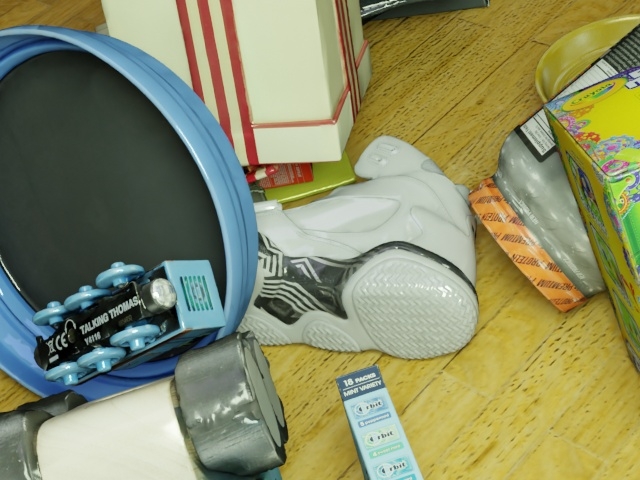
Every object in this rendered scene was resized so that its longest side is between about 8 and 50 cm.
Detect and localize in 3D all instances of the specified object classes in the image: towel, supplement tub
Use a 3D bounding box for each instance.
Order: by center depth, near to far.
[{"bbox_3d":[0.307,-0.086,1.076,0.316,0.193,0.193,-41,40,13],"label":"supplement tub"},{"bbox_3d":[-0.080,-0.067,1.369,0.237,0.021,0.102,-17,45,-1],"label":"towel"}]

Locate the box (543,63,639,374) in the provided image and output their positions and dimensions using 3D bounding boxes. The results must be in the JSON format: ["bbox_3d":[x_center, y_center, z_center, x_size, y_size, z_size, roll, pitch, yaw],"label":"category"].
[{"bbox_3d":[0.373,-0.019,0.904,0.290,0.279,0.177,-22,24,4],"label":"box"}]

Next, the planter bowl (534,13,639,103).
[{"bbox_3d":[0.353,-0.157,1.274,0.217,0.090,0.217,-10,42,9],"label":"planter bowl"}]

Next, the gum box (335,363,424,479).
[{"bbox_3d":[0.067,0.218,0.912,0.041,0.157,0.184,-19,41,-3],"label":"gum box"}]

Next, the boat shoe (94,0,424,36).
[{"bbox_3d":[-0.041,-0.265,1.458,0.500,0.156,0.187,-14,10,9],"label":"boat shoe"}]

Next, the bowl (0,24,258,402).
[{"bbox_3d":[-0.234,-0.018,1.109,0.391,0.391,0.077,10,24,26],"label":"bowl"}]

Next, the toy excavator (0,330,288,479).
[{"bbox_3d":[-0.090,0.310,0.831,0.222,0.445,0.433,-19,-3,0],"label":"toy excavator"}]

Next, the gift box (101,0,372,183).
[{"bbox_3d":[-0.095,-0.216,1.225,0.276,0.258,0.255,0,31,18],"label":"gift box"}]

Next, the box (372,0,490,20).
[{"bbox_3d":[0.103,-0.401,1.606,0.261,0.103,0.184,-5,40,12],"label":"box"}]

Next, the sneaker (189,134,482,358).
[{"bbox_3d":[0.000,0.000,1.190,0.366,0.137,0.210,7,45,18],"label":"sneaker"}]

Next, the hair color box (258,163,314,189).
[{"bbox_3d":[-0.095,-0.103,1.356,0.167,0.053,0.093,-8,44,5],"label":"hair color box"}]

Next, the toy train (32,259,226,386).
[{"bbox_3d":[-0.173,0.075,1.000,0.184,0.105,0.080,-29,70,38],"label":"toy train"}]

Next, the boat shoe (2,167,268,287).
[{"bbox_3d":[-0.201,0.003,1.264,0.305,0.109,0.091,-20,78,-5],"label":"boat shoe"}]
